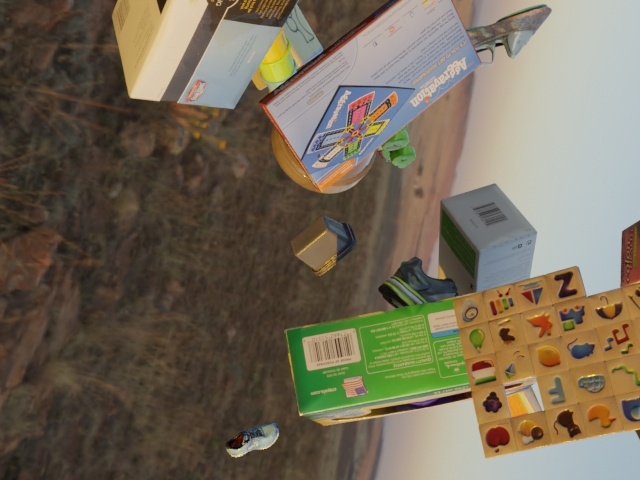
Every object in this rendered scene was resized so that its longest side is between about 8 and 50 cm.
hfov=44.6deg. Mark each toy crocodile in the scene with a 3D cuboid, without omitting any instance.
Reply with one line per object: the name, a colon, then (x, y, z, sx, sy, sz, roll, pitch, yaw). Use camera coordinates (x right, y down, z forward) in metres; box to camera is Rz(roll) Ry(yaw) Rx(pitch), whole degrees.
toy crocodile: (0.164, -0.258, 1.918, 0.340, 0.105, 0.115, 38, 38, -71)

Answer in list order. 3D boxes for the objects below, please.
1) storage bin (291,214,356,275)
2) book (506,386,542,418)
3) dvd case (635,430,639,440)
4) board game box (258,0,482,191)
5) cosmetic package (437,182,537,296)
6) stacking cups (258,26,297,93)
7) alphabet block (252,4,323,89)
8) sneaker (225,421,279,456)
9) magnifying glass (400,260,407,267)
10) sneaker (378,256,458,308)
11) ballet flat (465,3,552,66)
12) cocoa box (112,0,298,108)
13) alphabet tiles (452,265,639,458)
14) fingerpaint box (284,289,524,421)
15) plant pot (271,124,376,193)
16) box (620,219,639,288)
storage bin: (0.000, 0.000, 1.832, 0.091, 0.135, 0.098, 33, 28, -40)
book: (0.487, 0.427, 1.943, 0.144, 0.035, 0.096, -38, -107, 53)
dvd case: (0.548, 0.284, 1.132, 0.239, 0.179, 0.030, -31, -177, -42)
board game box: (0.070, -0.203, 1.001, 0.145, 0.281, 0.027, 56, -10, -29)
cosmetic package: (0.388, 0.072, 1.862, 0.197, 0.155, 0.365, -120, -163, -45)
stacking cups: (-0.090, -0.363, 1.736, 0.316, 0.096, 0.096, 67, 34, -59)
alphabet block: (-0.142, -0.627, 2.495, 0.197, 0.194, 0.192, 58, 33, -13)
sneaker: (-0.191, 0.554, 2.174, 0.063, 0.162, 0.073, 64, 1, 29)
magnifying glass: (0.236, 0.149, 2.027, 0.092, 0.026, 0.230, -69, 153, -43)
sneaker: (0.277, 0.153, 1.726, 0.121, 0.300, 0.111, -53, -169, -12)
ballet flat: (0.453, -0.513, 2.022, 0.107, 0.316, 0.106, 31, 43, -79)
cocoa box: (-0.220, -0.448, 1.470, 0.347, 0.228, 0.231, -48, -129, 46)
alphabet tiles: (0.283, 0.130, 0.902, 0.009, 0.237, 0.198, 35, 42, -56)
fingerpaint box: (0.186, 0.232, 1.478, 0.371, 0.445, 0.163, 69, 10, -73)
plant pot: (0.050, -0.328, 2.249, 0.280, 0.323, 0.323, 144, -36, -65)
box: (0.668, 0.023, 1.361, 0.243, 0.214, 0.117, 68, 27, -78)
